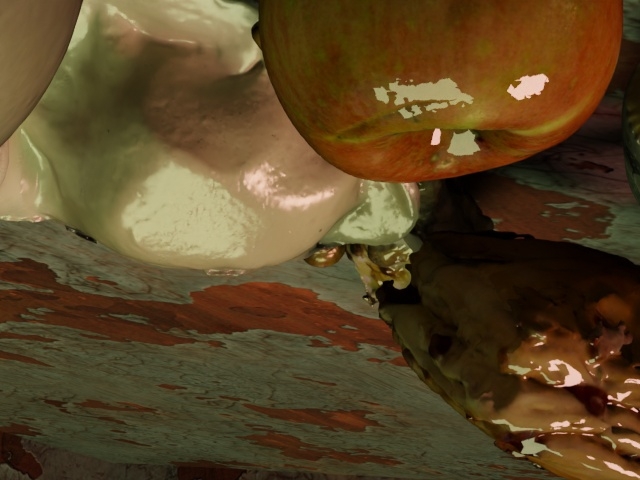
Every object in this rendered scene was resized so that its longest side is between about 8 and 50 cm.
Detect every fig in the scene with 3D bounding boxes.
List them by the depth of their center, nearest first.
[{"bbox_3d":[0.000,0.000,1.835,0.050,0.050,0.083,8,-175,-4],"label":"fig"}]

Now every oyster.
[{"bbox_3d":[0.073,-0.016,1.634,0.201,0.107,0.354,41,170,-1],"label":"oyster"}]

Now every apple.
[{"bbox_3d":[0.061,-0.128,0.995,0.196,0.196,0.196,7,166,2],"label":"apple"}]

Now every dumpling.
[{"bbox_3d":[-0.088,-0.091,1.349,0.318,0.187,0.242,0,127,-4],"label":"dumpling"}]

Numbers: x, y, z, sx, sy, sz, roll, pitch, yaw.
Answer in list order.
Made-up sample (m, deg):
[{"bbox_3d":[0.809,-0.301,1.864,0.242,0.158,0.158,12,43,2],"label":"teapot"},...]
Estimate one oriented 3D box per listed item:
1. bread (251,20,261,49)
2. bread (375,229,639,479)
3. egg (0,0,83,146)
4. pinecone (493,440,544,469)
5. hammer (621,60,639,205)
[{"bbox_3d":[0.042,-0.145,1.190,0.188,0.065,0.149,3,155,30],"label":"bread"},{"bbox_3d":[0.222,0.097,1.454,0.325,0.167,0.277,28,-176,-21],"label":"bread"},{"bbox_3d":[-0.243,-0.143,0.925,0.259,0.258,0.352,11,165,-14],"label":"egg"},{"bbox_3d":[0.236,0.129,1.895,0.222,0.221,0.221,7,166,2],"label":"pinecone"},{"bbox_3d":[0.352,-0.075,1.248,0.306,0.113,0.202,-4,168,10],"label":"hammer"}]
